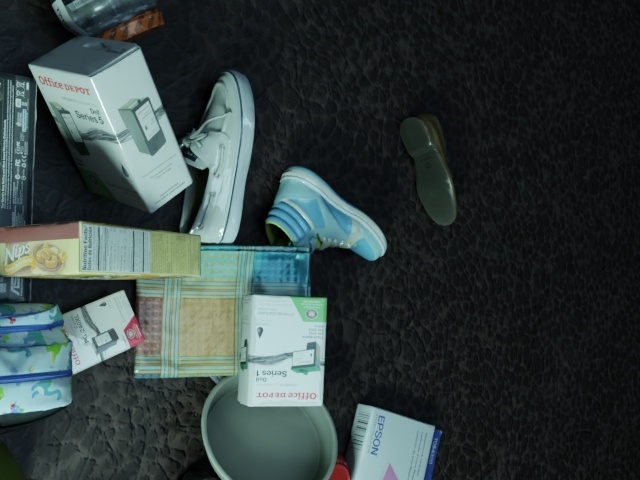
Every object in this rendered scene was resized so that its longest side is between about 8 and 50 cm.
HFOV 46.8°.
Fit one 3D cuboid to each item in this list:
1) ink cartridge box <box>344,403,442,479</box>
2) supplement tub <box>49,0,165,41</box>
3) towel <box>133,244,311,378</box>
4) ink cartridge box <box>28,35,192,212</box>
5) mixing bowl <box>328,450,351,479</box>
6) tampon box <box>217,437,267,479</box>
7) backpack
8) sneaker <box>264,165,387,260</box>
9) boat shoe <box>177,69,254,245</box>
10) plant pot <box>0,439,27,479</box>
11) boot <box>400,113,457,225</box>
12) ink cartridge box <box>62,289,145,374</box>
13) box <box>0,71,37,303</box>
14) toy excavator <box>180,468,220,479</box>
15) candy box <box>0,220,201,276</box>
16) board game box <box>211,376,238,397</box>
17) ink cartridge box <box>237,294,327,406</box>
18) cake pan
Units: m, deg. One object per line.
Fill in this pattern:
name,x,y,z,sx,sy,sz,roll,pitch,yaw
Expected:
ink cartridge box,0.188,0.606,1.856,0.330,0.071,0.324,25,72,-34
supplement tub,-0.419,-0.508,1.330,0.193,0.194,0.316,-36,109,-34
towel,-0.191,0.143,1.515,0.370,0.040,0.271,1,86,-20
ink cartridge box,-0.366,-0.205,1.305,0.115,0.198,0.272,-43,134,-32
mixing bowl,0.003,0.546,1.688,0.181,0.098,0.181,2,88,-38
tampon box,-0.125,0.471,1.583,0.161,0.101,0.120,5,84,-39
backpack,-0.556,0.205,1.145,0.356,0.290,0.273,23,59,-43
sneaker,0.000,0.000,1.696,0.319,0.127,0.208,37,64,-21
boat shoe,-0.241,-0.175,1.513,0.156,0.136,0.367,6,94,-36
plant pot,-0.549,0.435,1.117,0.275,0.294,0.274,2,87,-39
boot,0.315,-0.194,1.976,0.115,0.112,0.305,-28,103,-47
ink cartridge box,-0.420,0.172,1.371,0.150,0.063,0.109,-24,92,-37
box,-0.634,-0.092,1.195,0.318,0.097,0.394,3,84,-40
toy excavator,-0.272,0.741,1.403,0.433,0.222,0.445,-24,112,-36
candy box,-0.371,0.023,1.280,0.316,0.183,0.087,6,81,-64
board game box,-0.171,0.267,1.598,0.201,0.035,0.136,53,59,-25
ink cartridge box,-0.076,0.220,1.481,0.160,0.092,0.219,3,84,-19
cake pan,-0.107,0.397,1.497,0.293,0.054,0.293,17,45,-18
